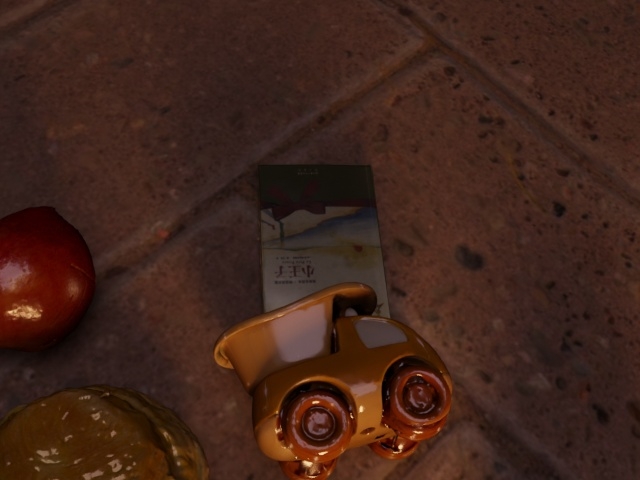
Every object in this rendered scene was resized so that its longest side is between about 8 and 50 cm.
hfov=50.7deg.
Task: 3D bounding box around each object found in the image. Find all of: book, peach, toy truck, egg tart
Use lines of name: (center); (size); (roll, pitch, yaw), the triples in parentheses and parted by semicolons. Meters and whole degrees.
book: (0.000, 0.000, 1.081); (0.201, 0.026, 0.289); (-1, 63, -11)
peach: (-0.394, 0.049, 0.911); (0.197, 0.197, 0.197); (3, 63, -7)
toy truck: (0.021, 0.191, 0.889); (0.288, 0.204, 0.211); (-13, 64, -13)
egg tart: (-0.288, 0.280, 0.799); (0.319, 0.128, 0.319); (5, 43, -5)
